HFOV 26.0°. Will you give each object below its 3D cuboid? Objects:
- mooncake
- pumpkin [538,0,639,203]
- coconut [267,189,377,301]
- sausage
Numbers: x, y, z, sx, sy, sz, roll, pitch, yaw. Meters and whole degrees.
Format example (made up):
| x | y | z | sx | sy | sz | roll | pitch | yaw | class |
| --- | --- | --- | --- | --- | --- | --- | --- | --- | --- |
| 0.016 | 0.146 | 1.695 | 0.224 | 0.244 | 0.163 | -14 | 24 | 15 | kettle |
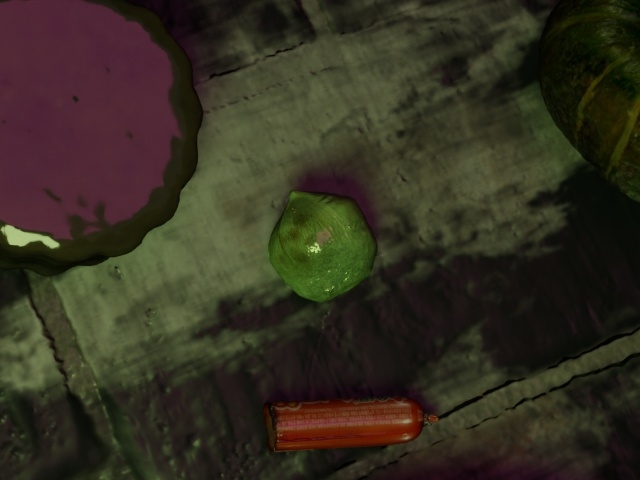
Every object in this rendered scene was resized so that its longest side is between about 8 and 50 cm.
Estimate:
| x | y | z | sx | sy | sz | roll | pitch | yaw | class |
| --- | --- | --- | --- | --- | --- | --- | --- | --- | --- |
| -0.210 | -0.086 | 1.093 | 0.228 | 0.124 | 0.228 | 2 | 82 | -15 | mooncake |
| 0.321 | -0.131 | 1.193 | 0.260 | 0.189 | 0.260 | -2 | 58 | 3 | pumpkin |
| 0.000 | 0.000 | 1.140 | 0.088 | 0.088 | 0.096 | -35 | 92 | -17 | coconut |
| 0.027 | 0.148 | 1.131 | 0.145 | 0.050 | 0.048 | -1 | 37 | -12 | sausage |
